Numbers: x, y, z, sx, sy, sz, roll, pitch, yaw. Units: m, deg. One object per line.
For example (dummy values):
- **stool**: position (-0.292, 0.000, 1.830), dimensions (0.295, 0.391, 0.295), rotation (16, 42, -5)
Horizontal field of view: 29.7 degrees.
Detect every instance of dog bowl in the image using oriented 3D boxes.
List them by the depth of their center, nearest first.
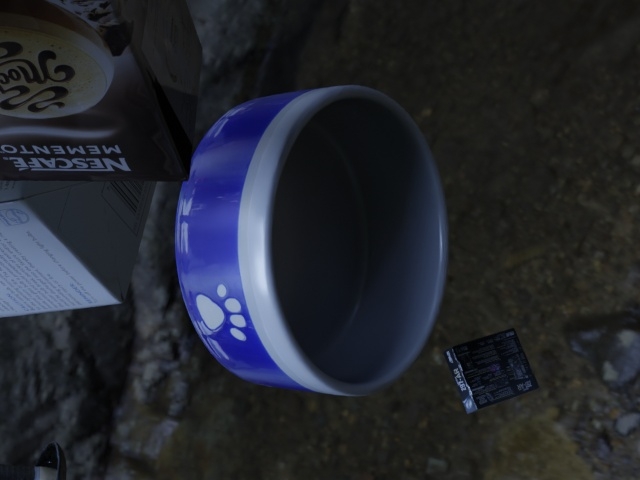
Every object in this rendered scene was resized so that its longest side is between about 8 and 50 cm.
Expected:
- **dog bowl**: position (0.000, 0.000, 1.053), dimensions (0.104, 0.265, 0.264), rotation (-1, 72, 38)

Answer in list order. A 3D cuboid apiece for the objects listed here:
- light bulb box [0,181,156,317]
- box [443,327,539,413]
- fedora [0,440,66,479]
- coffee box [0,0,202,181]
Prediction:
- **light bulb box**: position (-0.412, -0.102, 1.509), dimensions (0.361, 0.225, 0.357), rotation (-7, 51, 23)
- **box**: position (0.170, 0.128, 1.196), dimensions (0.018, 0.083, 0.067), rotation (-40, 68, 55)
- **fedora**: position (-0.462, 0.423, 1.649), dimensions (0.334, 0.153, 0.334), rotation (-161, 90, -75)
- **coffee box**: position (-0.186, -0.154, 0.764), dimensions (0.168, 0.297, 0.118), rotation (0, 66, 7)
